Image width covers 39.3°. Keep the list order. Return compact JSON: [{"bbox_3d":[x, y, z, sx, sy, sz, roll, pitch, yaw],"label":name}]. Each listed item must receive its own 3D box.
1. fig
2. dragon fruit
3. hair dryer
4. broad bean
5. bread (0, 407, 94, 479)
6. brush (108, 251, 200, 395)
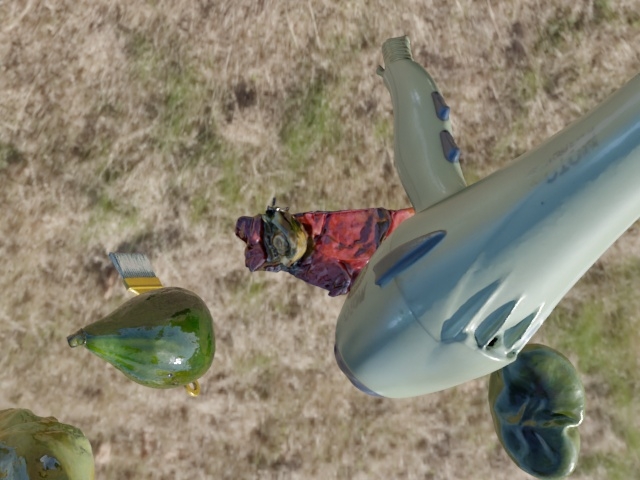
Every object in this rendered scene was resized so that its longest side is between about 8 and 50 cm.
[{"bbox_3d":[-0.193,0.109,0.993,0.117,0.117,0.177,-40,155,26],"label":"fig"},{"bbox_3d":[0.006,-0.014,0.935,0.192,0.122,0.092,6,126,-19],"label":"dragon fruit"},{"bbox_3d":[0.120,-0.059,0.575,0.118,0.298,0.296,17,156,-31],"label":"hair dryer"},{"bbox_3d":[0.314,0.244,1.308,0.153,0.072,0.207,-10,98,32],"label":"broad bean"},{"bbox_3d":[-0.292,0.297,0.867,0.152,0.268,0.130,8,156,-28],"label":"bread"},{"bbox_3d":[-0.265,0.136,1.489,0.013,0.103,0.272,-33,76,19],"label":"brush"}]
